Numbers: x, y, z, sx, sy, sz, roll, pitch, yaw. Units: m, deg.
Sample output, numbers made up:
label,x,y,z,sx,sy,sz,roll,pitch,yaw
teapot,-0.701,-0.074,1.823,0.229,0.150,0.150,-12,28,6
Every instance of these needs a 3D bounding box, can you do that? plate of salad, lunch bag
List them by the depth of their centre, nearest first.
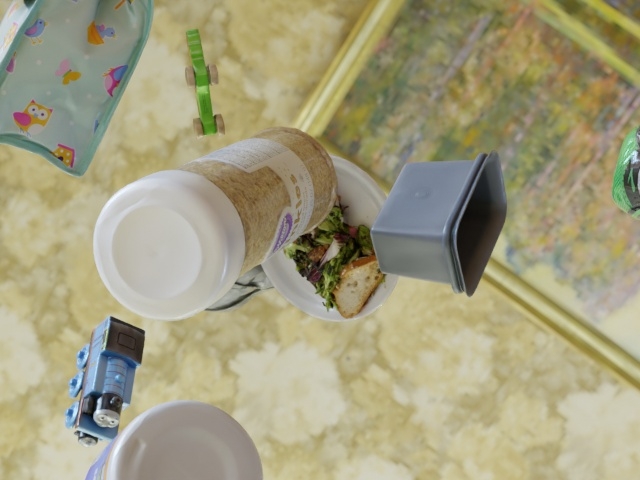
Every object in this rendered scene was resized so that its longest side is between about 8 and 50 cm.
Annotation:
label,x,y,z,sx,sy,sz,roll,pitch,yaw
lunch bag,-0.282,-0.229,1.435,0.160,0.262,0.223,21,-170,-20
plate of salad,0.000,0.000,1.462,0.200,0.200,0.048,39,-147,16

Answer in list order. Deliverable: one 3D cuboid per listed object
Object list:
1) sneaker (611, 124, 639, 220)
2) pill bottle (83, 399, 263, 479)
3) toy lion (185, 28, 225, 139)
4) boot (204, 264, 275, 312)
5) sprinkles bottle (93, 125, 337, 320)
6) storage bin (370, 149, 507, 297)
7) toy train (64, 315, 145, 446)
label,x,y,z,sx,sy,sz,roll,pitch,yaw
sneaker,0.322,-0.085,0.913,0.146,0.134,0.343,16,-157,35
pill bottle,-0.164,0.262,1.327,0.152,0.272,0.152,6,-110,-17
toy lion,-0.129,-0.172,1.387,0.034,0.100,0.096,-10,-144,-7
boot,-0.143,0.035,1.621,0.208,0.189,0.076,6,-117,-56
sprinkles bottle,-0.085,-0.028,1.214,0.121,0.121,0.355,35,-161,6
storage bin,0.109,-0.015,1.196,0.091,0.098,0.135,5,-138,26
toy train,-0.307,0.202,1.845,0.080,0.105,0.184,26,-134,-25
